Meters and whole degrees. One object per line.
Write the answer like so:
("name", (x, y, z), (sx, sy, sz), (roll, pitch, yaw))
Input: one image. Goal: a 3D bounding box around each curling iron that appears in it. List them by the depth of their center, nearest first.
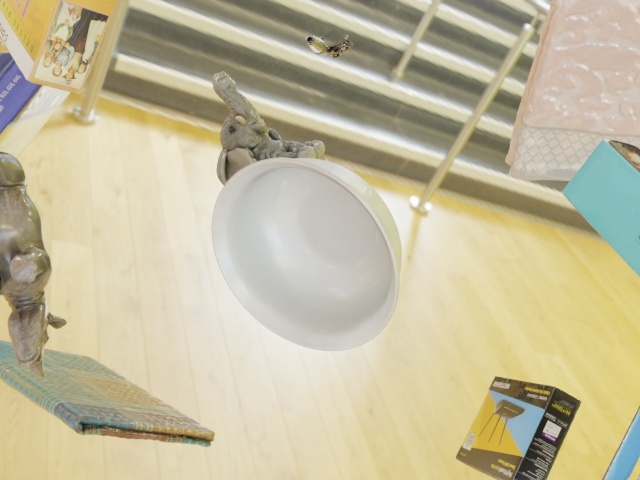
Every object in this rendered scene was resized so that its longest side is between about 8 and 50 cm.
("curling iron", (0.009, -0.405, 1.534), (0.035, 0.068, 0.274), (63, 18, -2))

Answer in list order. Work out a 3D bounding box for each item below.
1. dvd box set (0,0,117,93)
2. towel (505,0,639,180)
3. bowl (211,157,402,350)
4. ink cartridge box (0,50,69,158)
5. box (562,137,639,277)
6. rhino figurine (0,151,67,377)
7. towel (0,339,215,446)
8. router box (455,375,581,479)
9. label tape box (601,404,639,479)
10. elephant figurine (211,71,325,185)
("dvd box set", (-0.237, -0.401, 0.738), (0.062, 0.420, 0.307), (8, 32, -42))
("towel", (0.431, -0.188, 0.959), (0.331, 0.317, 0.053), (5, 49, 1))
("bowl", (0.000, 0.000, 1.078), (0.298, 0.298, 0.134), (34, 38, 9))
("ink cartridge box", (-0.531, -0.193, 1.239), (0.072, 0.303, 0.307), (43, 15, -13))
("box", (0.300, 0.022, 0.565), (0.100, 0.060, 0.244), (6, 39, -34))
("rhino figurine", (-0.300, 0.023, 0.729), (0.073, 0.243, 0.106), (-14, 17, -9))
("towel", (-0.374, 0.237, 1.177), (0.370, 0.040, 0.271), (17, -5, 40))
("router box", (0.255, 0.252, 0.985), (0.046, 0.133, 0.179), (30, -11, -6))
("label tape box", (0.351, 0.266, 0.638), (0.333, 0.241, 0.106), (31, -5, -40))
("elephant figurine", (-0.122, -0.170, 1.415), (0.239, 0.186, 0.169), (28, -3, 9))
